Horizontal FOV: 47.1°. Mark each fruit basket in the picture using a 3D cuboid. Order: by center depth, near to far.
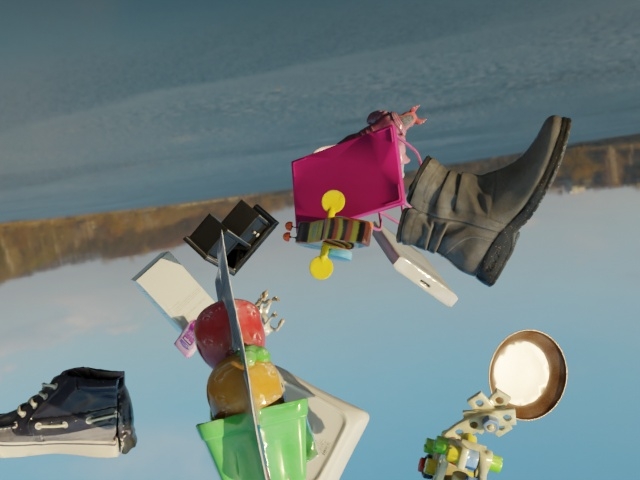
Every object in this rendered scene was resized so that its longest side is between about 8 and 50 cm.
[{"bbox_3d":[-0.109,0.192,1.094,0.165,0.353,0.327,-5,164,-11],"label":"fruit basket"}]

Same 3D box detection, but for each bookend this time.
[{"bbox_3d":[-0.185,-0.020,1.553,0.157,0.072,0.156,-49,158,-2],"label":"bookend"}]

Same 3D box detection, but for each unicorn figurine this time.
[{"bbox_3d":[-0.148,0.212,1.893,0.111,0.060,0.162,-40,-152,25],"label":"unicorn figurine"}]

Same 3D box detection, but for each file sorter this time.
[{"bbox_3d":[0.102,-0.121,1.832,0.291,0.202,0.182,-17,156,28],"label":"file sorter"}]

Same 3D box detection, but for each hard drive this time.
[{"bbox_3d":[0.246,0.058,2.004,0.203,0.040,0.307,35,-170,-18],"label":"hard drive"}]

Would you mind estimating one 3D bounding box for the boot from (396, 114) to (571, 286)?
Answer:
[{"bbox_3d":[0.277,-0.100,1.298,0.223,0.338,0.118,29,-163,12],"label":"boot"}]

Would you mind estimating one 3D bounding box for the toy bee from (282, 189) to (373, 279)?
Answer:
[{"bbox_3d":[0.000,0.000,1.689,0.162,0.195,0.298,12,149,-14],"label":"toy bee"}]

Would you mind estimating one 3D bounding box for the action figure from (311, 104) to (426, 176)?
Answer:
[{"bbox_3d":[0.147,-0.310,2.246,0.370,0.248,0.276,-36,154,11],"label":"action figure"}]

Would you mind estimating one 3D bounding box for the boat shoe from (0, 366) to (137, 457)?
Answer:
[{"bbox_3d":[-0.523,0.321,1.410,0.341,0.158,0.127,0,-171,-1],"label":"boat shoe"}]

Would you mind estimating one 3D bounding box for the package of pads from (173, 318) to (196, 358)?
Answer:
[{"bbox_3d":[-0.297,0.225,1.684,0.083,0.050,0.032,-53,169,26],"label":"package of pads"}]

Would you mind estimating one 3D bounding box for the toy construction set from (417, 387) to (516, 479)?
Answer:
[{"bbox_3d":[0.261,0.398,1.360,0.151,0.215,0.328,20,-159,17],"label":"toy construction set"}]

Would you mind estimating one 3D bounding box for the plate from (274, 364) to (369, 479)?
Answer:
[{"bbox_3d":[-0.060,0.452,1.711,0.278,0.277,0.045,25,148,11],"label":"plate"}]

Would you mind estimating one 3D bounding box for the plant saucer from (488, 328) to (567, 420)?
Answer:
[{"bbox_3d":[0.448,0.293,1.612,0.199,0.198,0.036,-9,-179,-17],"label":"plant saucer"}]

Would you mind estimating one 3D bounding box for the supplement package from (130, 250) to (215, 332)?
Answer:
[{"bbox_3d":[-0.351,0.126,1.758,0.105,0.179,0.105,-43,-167,-18],"label":"supplement package"}]
